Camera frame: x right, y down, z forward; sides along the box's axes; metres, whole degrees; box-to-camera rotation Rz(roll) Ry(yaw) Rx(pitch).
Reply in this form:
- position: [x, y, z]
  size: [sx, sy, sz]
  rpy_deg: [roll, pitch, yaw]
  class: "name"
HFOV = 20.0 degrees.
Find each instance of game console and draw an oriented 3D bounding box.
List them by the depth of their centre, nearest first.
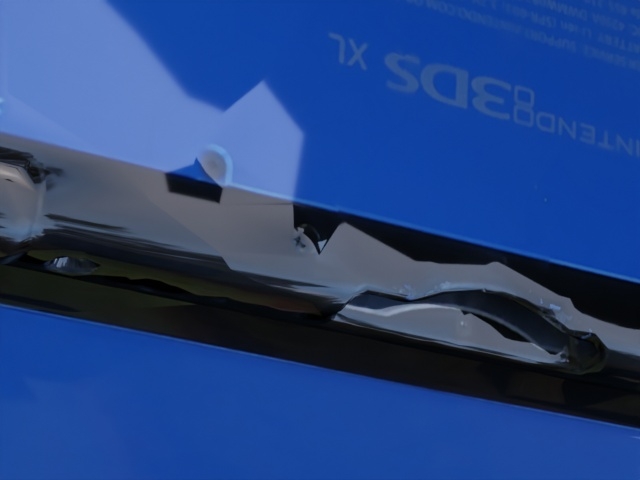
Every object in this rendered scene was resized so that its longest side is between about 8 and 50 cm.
- position: [0.000, 0.000, 0.489]
  size: [0.173, 0.293, 0.250]
  rpy_deg: [-27, -125, 56]
  class: "game console"
